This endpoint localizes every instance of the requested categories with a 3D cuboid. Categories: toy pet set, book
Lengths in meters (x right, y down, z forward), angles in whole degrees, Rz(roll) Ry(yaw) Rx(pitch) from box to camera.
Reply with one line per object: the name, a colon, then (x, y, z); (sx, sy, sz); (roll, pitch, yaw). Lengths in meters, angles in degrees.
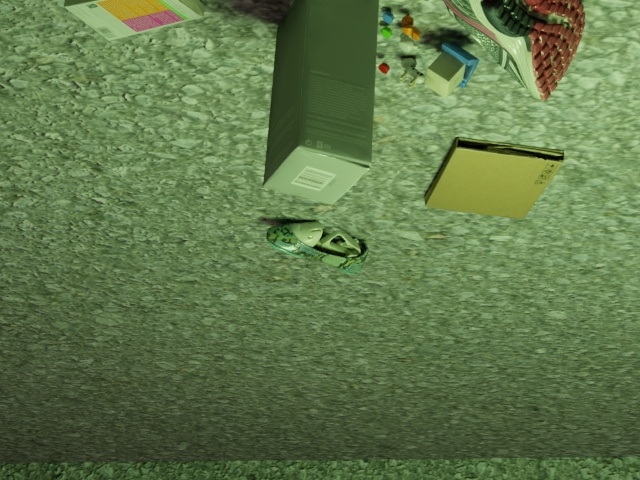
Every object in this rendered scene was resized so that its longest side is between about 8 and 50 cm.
toy pet set: (0.139, -0.244, 1.734); (0.114, 0.065, 0.122); (35, 157, 16)
book: (-0.230, -0.290, 1.690); (0.144, 0.035, 0.096); (-9, 156, 26)

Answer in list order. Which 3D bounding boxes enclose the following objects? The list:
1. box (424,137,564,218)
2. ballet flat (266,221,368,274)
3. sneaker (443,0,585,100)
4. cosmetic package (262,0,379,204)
box: (0.259, -0.091, 2.066); (0.165, 0.021, 0.201); (7, 155, -7)
ballet flat: (0.000, 0.000, 2.269); (0.188, 0.070, 0.070); (18, 152, -32)
sneaker: (0.224, -0.269, 1.602); (0.112, 0.120, 0.299); (23, 169, 34)
cosmetic package: (0.001, -0.180, 1.654); (0.107, 0.237, 0.127); (15, 156, -17)
